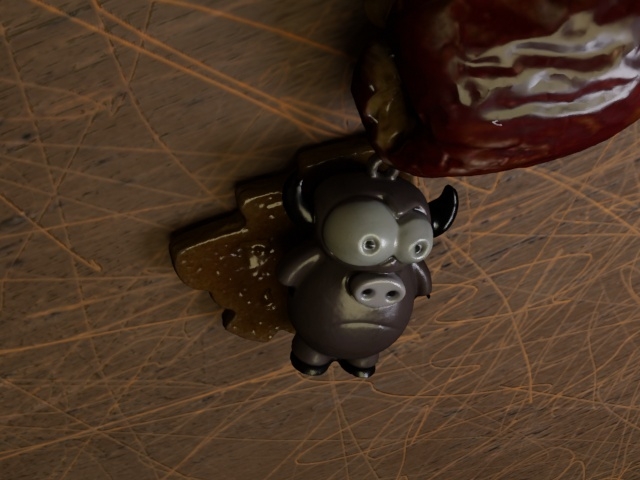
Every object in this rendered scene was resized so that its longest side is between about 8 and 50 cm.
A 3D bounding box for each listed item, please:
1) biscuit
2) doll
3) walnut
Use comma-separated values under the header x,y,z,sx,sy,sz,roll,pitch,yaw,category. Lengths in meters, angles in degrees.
x,y,z,sx,sy,sz,roll,pitch,yaw,category
0.000,-0.001,0.812,0.278,0.043,0.301,31,111,-34,biscuit
0.036,0.029,0.743,0.182,0.117,0.257,4,126,-18,doll
0.156,-0.182,0.612,0.269,0.222,0.243,-21,101,-10,walnut
